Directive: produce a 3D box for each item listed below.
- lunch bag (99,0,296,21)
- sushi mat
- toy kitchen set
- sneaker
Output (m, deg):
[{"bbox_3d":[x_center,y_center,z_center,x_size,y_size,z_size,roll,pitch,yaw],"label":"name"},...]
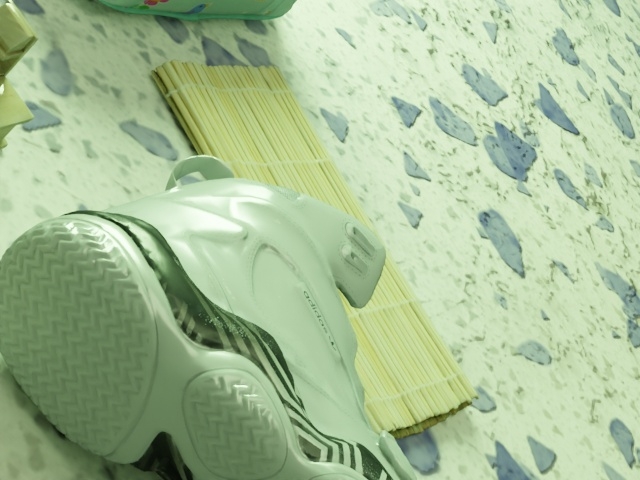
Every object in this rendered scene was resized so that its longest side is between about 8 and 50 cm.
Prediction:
[{"bbox_3d":[-0.121,-0.286,1.033,0.279,0.108,0.224,-9,65,-55],"label":"lunch bag"},{"bbox_3d":[0.000,0.000,0.981,0.151,0.019,0.316,-10,66,-56],"label":"sushi mat"},{"bbox_3d":[-0.209,-0.099,0.764,0.083,0.068,0.075,54,31,5],"label":"toy kitchen set"},{"bbox_3d":[-0.001,0.102,0.757,0.366,0.137,0.210,47,34,-1],"label":"sneaker"}]
